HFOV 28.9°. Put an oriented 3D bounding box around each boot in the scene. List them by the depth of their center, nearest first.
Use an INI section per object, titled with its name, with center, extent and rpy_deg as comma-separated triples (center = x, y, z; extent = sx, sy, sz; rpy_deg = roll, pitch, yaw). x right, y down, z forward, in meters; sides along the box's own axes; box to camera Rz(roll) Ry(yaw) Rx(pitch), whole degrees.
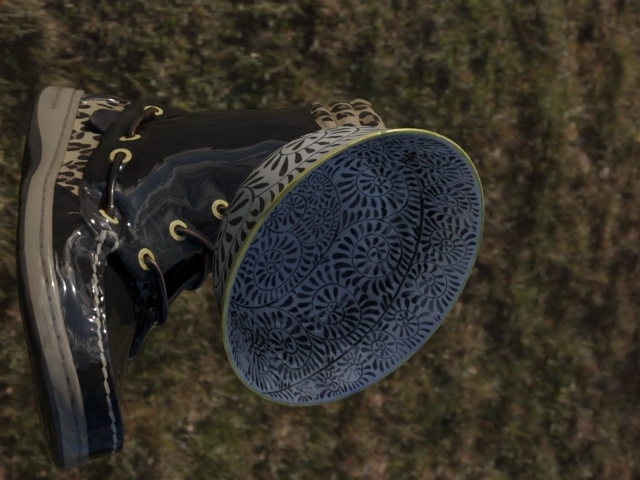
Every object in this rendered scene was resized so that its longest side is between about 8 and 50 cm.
[boot]
center = -0.077, 0.004, 0.930
extent = 0.284, 0.377, 0.138
rpy_deg = -2, 125, -9

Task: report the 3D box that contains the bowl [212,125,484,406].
[bowl]
center = 0.000, 0.000, 0.684
extent = 0.170, 0.080, 0.170
rpy_deg = -21, 130, -28
